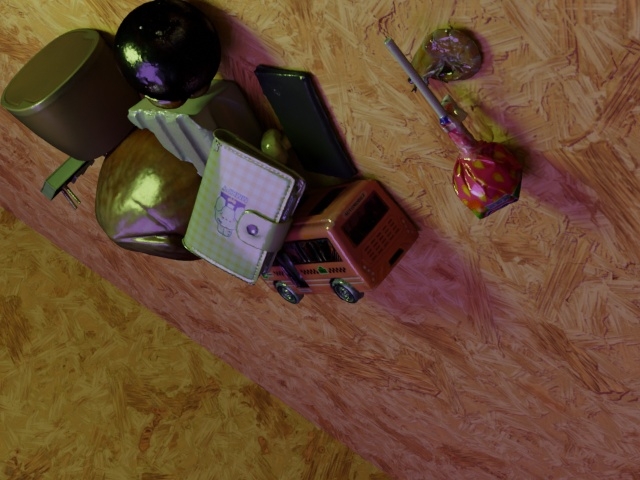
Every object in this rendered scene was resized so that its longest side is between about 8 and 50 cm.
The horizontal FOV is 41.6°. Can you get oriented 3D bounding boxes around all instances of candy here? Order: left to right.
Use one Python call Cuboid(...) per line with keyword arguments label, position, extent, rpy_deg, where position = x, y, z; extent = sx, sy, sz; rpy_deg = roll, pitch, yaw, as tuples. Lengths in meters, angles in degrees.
Cuboid(label="candy", position=(0.210, -0.188, 1.377), extent=(0.365, 0.124, 0.124), rpy_deg=(47, 154, -26))

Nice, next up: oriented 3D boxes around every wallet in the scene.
Cuboid(label="wallet", position=(-0.170, -0.063, 1.797), extent=(0.223, 0.077, 0.309), rpy_deg=(32, 130, 9))
Cuboid(label="wallet", position=(-0.029, -0.238, 1.739), extent=(0.146, 0.030, 0.285), rpy_deg=(12, 144, 38))

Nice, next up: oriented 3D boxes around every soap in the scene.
Cuboid(label="soap", position=(-0.251, -0.219, 1.914), extent=(0.258, 0.159, 0.302), rpy_deg=(11, 142, 39))

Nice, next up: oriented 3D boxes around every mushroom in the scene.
Cuboid(label="mushroom", position=(-0.095, -0.204, 1.838), extent=(0.083, 0.068, 0.083), rpy_deg=(57, -166, -24))

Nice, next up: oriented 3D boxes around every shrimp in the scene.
Cuboid(label="shrimp", position=(0.195, -0.285, 1.359), extent=(0.099, 0.041, 0.180), rpy_deg=(27, 156, -12))

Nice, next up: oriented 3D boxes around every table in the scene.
Cuboid(label="table", position=(-0.675, -0.200, 2.423), extent=(0.111, 0.240, 0.121), rpy_deg=(43, 156, -10))

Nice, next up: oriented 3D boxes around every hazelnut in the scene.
Cuboid(label="hazelnut", position=(-0.368, -0.109, 2.080), extent=(0.409, 0.359, 0.359), rpy_deg=(20, 150, 49))

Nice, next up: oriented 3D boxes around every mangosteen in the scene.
Cuboid(label="mangosteen", position=(-0.297, -0.362, 1.692), extent=(0.211, 0.211, 0.250), rpy_deg=(30, 165, 18))

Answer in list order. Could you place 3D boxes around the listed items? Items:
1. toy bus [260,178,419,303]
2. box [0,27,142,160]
Cuboid(label="toy bus", position=(0.000, 0.000, 1.911), extent=(0.427, 0.203, 0.233), rpy_deg=(-6, 127, 55))
Cuboid(label="box", position=(-0.583, -0.342, 2.031), extent=(0.301, 0.301, 0.216), rpy_deg=(10, 149, 46))
